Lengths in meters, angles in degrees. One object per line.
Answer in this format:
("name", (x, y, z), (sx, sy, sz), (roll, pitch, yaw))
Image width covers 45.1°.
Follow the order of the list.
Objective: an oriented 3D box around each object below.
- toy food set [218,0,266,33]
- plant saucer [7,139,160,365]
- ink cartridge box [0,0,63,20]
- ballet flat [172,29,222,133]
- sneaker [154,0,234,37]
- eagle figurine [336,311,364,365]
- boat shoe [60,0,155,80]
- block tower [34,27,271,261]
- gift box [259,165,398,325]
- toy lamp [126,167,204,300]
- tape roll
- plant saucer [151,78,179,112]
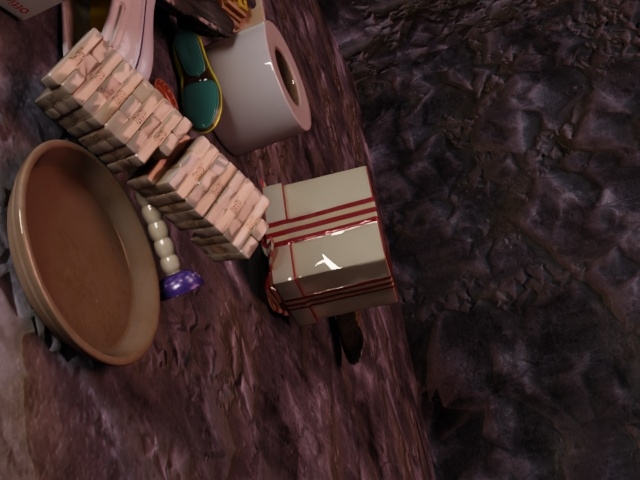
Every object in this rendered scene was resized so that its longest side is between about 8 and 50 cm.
("toy food set", (-0.208, -0.589, 1.657), (0.306, 0.092, 0.220), (17, 60, -66))
("plant saucer", (-0.277, 0.017, 0.911), (0.278, 0.041, 0.278), (-19, 90, -78))
("ink cartridge box", (-0.334, -0.371, 0.912), (0.128, 0.176, 0.127), (32, 39, -71))
("ballet flat", (-0.230, -0.292, 1.463), (0.077, 0.077, 0.231), (83, -8, -69))
("sneaker", (-0.237, -0.465, 1.450), (0.286, 0.109, 0.130), (10, 92, -71))
("eagle figurine", (0.070, 0.132, 1.951), (0.226, 0.225, 0.298), (33, 52, 3))
("boat shoe", (-0.327, -0.386, 1.098), (0.156, 0.135, 0.367), (39, 44, -61))
("block tower", (-0.210, -0.111, 1.001), (0.335, 0.097, 0.091), (46, 59, -27))
("gift box", (0.000, 0.000, 1.571), (0.276, 0.258, 0.255), (66, 12, -55))
("toy lamp", (-0.240, -0.055, 1.074), (0.080, 0.080, 0.275), (-44, 114, -75))
("tape roll", (-0.142, -0.319, 1.632), (0.246, 0.169, 0.246), (-19, 90, -76))
("plant saucer", (-0.271, -0.240, 1.339), (0.083, 0.013, 0.084), (-18, 90, -77))
